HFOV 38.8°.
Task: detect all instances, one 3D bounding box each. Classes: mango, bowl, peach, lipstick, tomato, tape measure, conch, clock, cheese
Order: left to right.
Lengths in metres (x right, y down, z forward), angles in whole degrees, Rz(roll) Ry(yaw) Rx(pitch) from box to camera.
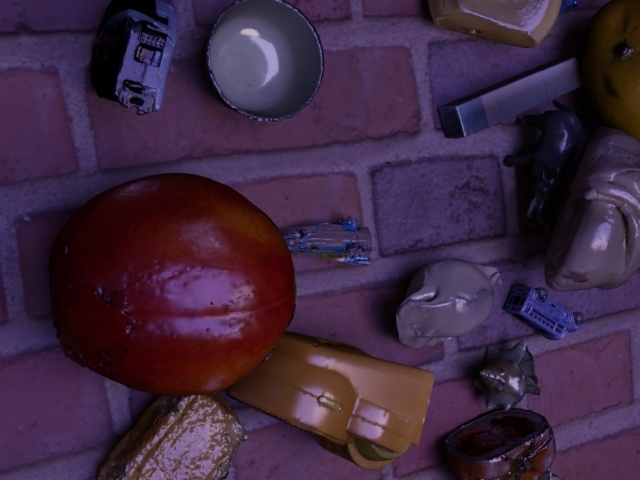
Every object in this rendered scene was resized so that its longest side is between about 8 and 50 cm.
[{"bbox_3d":[-0.288,-0.295,1.411,0.107,0.182,0.181,15,98,-30],"label":"tape measure"},{"bbox_3d":[-0.225,0.072,1.377,0.370,0.370,0.370,-2,94,-27],"label":"peach"},{"bbox_3d":[-0.111,-0.302,1.538,0.211,0.112,0.211,-3,96,-27],"label":"bowl"},{"bbox_3d":[-0.001,0.256,1.557,0.317,0.244,0.200,25,77,-28],"label":"clock"},{"bbox_3d":[0.360,0.441,1.797,0.214,0.181,0.155,-20,109,-21],"label":"tomato"},{"bbox_3d":[0.349,-0.535,1.732,0.260,0.128,0.315,16,82,-13],"label":"cheese"},{"bbox_3d":[0.371,0.265,1.835,0.234,0.114,0.137,-16,115,-61],"label":"conch"},{"bbox_3d":[0.383,-0.287,1.816,0.317,0.066,0.068,-24,104,-24],"label":"lipstick"},{"bbox_3d":[0.694,-0.309,1.890,0.445,0.221,0.301,44,50,-39],"label":"mango"}]

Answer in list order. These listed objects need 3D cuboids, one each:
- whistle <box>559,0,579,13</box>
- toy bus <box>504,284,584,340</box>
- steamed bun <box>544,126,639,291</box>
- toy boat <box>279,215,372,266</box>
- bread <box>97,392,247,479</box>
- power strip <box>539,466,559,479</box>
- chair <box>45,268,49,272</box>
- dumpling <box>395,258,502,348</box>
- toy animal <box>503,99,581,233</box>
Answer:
[{"bbox_3d":[0.460,-0.505,1.831,0.158,0.090,0.090,20,85,-27],"label":"whistle"},{"bbox_3d":[0.465,0.154,1.885,0.167,0.073,0.076,32,77,-23],"label":"toy bus"},{"bbox_3d":[0.580,-0.046,1.768,0.220,0.324,0.309,18,110,8],"label":"steamed bun"},{"bbox_3d":[0.000,0.000,1.647,0.210,0.066,0.084,2,59,-18],"label":"toy boat"},{"bbox_3d":[-0.242,0.356,1.512,0.174,0.121,0.245,41,80,-15],"label":"bread"},{"bbox_3d":[0.465,0.558,1.927,0.030,0.047,0.191,19,86,-31],"label":"power strip"},{"bbox_3d":[-0.400,0.044,1.461,0.086,0.042,0.037,-45,118,-56],"label":"chair"},{"bbox_3d":[0.237,0.129,1.735,0.258,0.147,0.193,-14,140,-37],"label":"dumpling"},{"bbox_3d":[0.441,-0.151,1.816,0.082,0.137,0.269,15,90,-30],"label":"toy animal"}]
